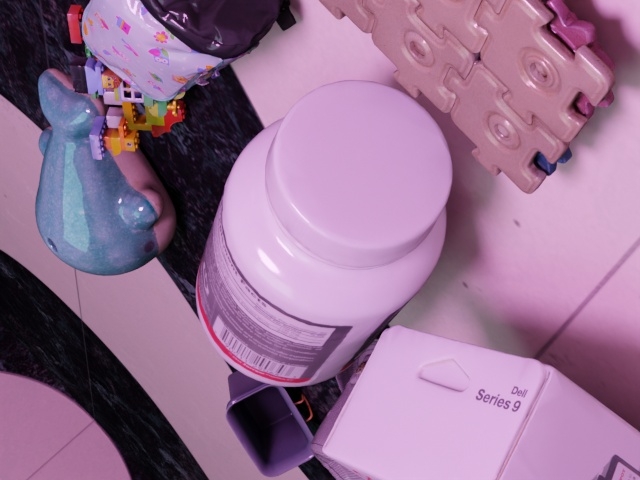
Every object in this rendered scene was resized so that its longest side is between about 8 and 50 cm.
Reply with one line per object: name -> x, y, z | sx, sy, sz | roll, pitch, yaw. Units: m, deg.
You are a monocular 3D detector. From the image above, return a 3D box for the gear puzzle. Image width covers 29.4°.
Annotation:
gear puzzle -> 0.052, -0.185, 0.789 | 0.339, 0.044, 0.175 | 47, 159, 11

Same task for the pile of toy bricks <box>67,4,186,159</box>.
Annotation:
pile of toy bricks -> -0.170, -0.162, 1.170 | 0.105, 0.118, 0.212 | 4, 135, 4

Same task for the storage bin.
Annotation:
storage bin -> -0.065, 0.222, 1.604 | 0.135, 0.098, 0.091 | 61, -178, -30

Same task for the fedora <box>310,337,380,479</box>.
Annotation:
fedora -> 0.083, 0.225, 1.276 | 0.244, 0.124, 0.275 | 55, 157, -16

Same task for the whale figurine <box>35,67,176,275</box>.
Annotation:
whale figurine -> -0.277, -0.068, 1.433 | 0.216, 0.141, 0.272 | 34, 153, 31

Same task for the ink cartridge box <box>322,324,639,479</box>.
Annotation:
ink cartridge box -> 0.175, 0.197, 0.955 | 0.289, 0.122, 0.211 | 36, 166, -27

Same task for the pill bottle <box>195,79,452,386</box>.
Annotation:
pill bottle -> 0.000, 0.000, 0.995 | 0.176, 0.176, 0.318 | 46, 157, 6

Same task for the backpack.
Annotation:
backpack -> -0.121, -0.190, 0.990 | 0.152, 0.115, 0.182 | 49, 160, -9
